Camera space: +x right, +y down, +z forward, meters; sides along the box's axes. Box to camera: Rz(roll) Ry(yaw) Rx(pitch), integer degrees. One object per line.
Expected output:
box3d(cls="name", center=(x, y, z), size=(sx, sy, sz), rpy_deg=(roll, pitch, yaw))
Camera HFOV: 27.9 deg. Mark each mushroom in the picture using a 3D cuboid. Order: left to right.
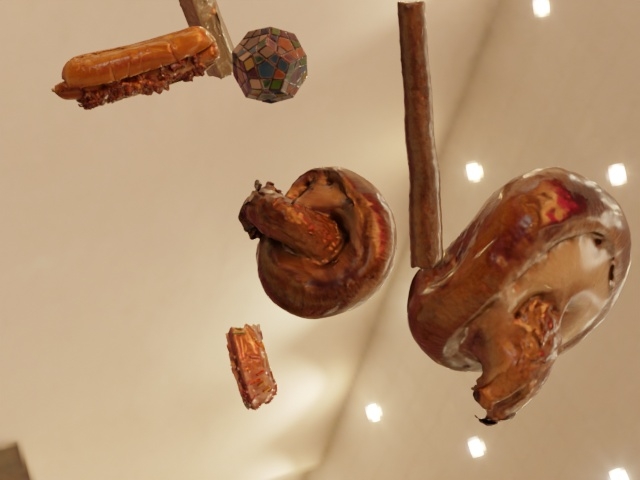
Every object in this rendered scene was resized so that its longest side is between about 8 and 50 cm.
box3d(cls="mushroom", center=(-0.003, -0.002, 2.180), size=(0.283, 0.263, 0.195), rpy_deg=(38, -4, 11))
box3d(cls="mushroom", center=(0.298, 0.079, 1.795), size=(0.259, 0.346, 0.345), rpy_deg=(56, -34, 38))

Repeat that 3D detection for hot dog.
box3d(cls="hot dog", center=(-0.266, -0.241, 1.863), size=(0.102, 0.249, 0.076), rpy_deg=(78, -2, -75))

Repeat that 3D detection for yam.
box3d(cls="yam", center=(0.122, -0.127, 1.568), size=(0.045, 0.045, 0.326), rpy_deg=(10, -74, 56))

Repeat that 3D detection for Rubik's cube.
box3d(cls="Rubik's cube", center=(-0.070, -0.245, 1.802), size=(0.093, 0.111, 0.111), rpy_deg=(51, -10, -36))

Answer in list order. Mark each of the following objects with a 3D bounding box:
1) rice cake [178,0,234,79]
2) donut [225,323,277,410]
box3d(cls="rice cake", center=(-0.186, -0.360, 1.984), size=(0.052, 0.057, 0.256), rpy_deg=(-119, -173, -49))
box3d(cls="donut", center=(-0.112, 0.226, 2.179), size=(0.166, 0.065, 0.117), rpy_deg=(74, 2, -46))
